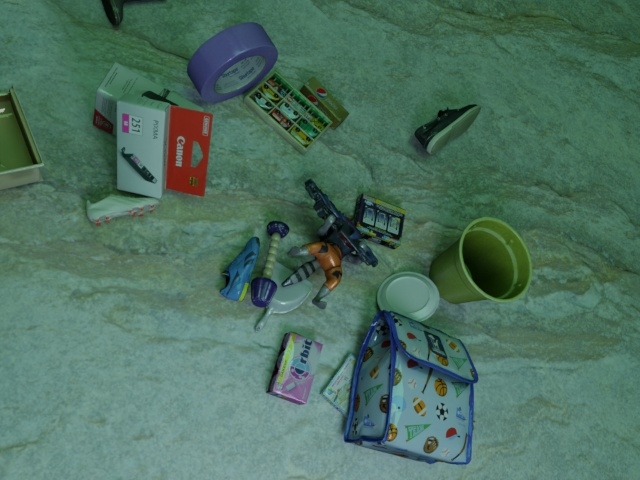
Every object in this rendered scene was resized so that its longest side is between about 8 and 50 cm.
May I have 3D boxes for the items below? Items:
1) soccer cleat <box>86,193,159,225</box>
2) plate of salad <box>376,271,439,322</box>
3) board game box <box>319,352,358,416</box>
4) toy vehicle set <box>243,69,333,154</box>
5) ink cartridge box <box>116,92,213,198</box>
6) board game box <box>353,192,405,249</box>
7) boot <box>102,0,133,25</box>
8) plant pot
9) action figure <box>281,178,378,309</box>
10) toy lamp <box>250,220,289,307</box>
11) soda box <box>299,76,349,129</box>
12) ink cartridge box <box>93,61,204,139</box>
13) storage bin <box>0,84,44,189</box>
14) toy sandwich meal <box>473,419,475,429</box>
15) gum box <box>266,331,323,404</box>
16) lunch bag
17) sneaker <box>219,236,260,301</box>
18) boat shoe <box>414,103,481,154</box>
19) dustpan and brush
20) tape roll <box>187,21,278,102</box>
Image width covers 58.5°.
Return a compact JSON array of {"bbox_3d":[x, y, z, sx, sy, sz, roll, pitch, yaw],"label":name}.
[{"bbox_3d":[-0.552,-0.101,1.597,0.196,0.068,0.076,-16,76,-25],"label":"soccer cleat"},{"bbox_3d":[0.282,0.186,1.839,0.199,0.048,0.200,-5,51,6],"label":"plate of salad"},{"bbox_3d":[0.082,0.430,1.706,0.103,0.026,0.154,43,61,-5],"label":"board game box"},{"bbox_3d":[-0.106,-0.433,1.926,0.266,0.035,0.166,41,61,-6],"label":"toy vehicle set"},{"bbox_3d":[-0.429,-0.240,1.561,0.238,0.275,0.060,12,36,-3],"label":"ink cartridge box"},{"bbox_3d":[0.195,-0.064,1.921,0.170,0.048,0.141,20,63,-16],"label":"board game box"},{"bbox_3d":[-0.588,-0.777,1.826,0.208,0.076,0.190,-15,80,-34],"label":"boot"},{"bbox_3d":[0.501,0.095,1.881,0.275,0.254,0.276,8,69,-20],"label":"plant pot"},{"bbox_3d":[0.000,0.000,1.733,0.341,0.178,0.330,54,39,-8],"label":"action figure"},{"bbox_3d":[-0.151,0.068,1.676,0.080,0.080,0.275,21,50,-16],"label":"toy lamp"},{"bbox_3d":[0.011,-0.474,1.978,0.181,0.061,0.058,44,60,-4],"label":"soda box"},{"bbox_3d":[-0.492,-0.352,1.636,0.272,0.197,0.114,27,63,-14],"label":"ink cartridge box"},{"bbox_3d":[-0.889,-0.254,1.469,0.262,0.123,0.261,-20,81,-28],"label":"storage bin"},{"bbox_3d":[0.456,0.583,1.815,0.085,0.029,0.086,8,69,-21],"label":"toy sandwich meal"},{"bbox_3d":[-0.072,0.362,1.642,0.107,0.062,0.189,24,64,-15],"label":"gum box"},{"bbox_3d":[0.277,0.425,1.669,0.327,0.238,0.386,25,61,-25],"label":"lunch bag"},{"bbox_3d":[-0.236,0.073,1.671,0.082,0.069,0.210,21,65,-12],"label":"sneaker"},{"bbox_3d":[0.474,-0.441,2.141,0.113,0.127,0.340,40,61,20],"label":"boat shoe"},{"bbox_3d":[-0.133,0.180,1.691,0.147,0.060,0.211,31,54,4],"label":"dustpan and brush"},{"bbox_3d":[-0.268,-0.543,1.757,0.274,0.275,0.090,-31,86,-29],"label":"tape roll"}]
